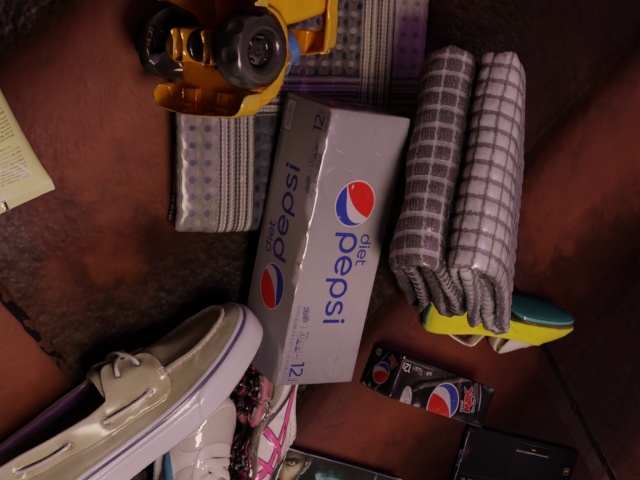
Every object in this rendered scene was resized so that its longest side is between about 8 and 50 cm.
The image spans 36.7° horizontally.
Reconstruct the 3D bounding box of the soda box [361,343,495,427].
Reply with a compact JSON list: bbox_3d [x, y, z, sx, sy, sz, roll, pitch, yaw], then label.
[{"bbox_3d":[0.133,0.178,1.175,0.169,0.060,0.053,23,86,-36],"label":"soda box"}]

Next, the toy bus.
[{"bbox_3d":[-0.048,-0.226,0.886,0.211,0.149,0.220,-9,108,-47],"label":"toy bus"}]

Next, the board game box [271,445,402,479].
[{"bbox_3d":[0.004,0.316,1.131,0.186,0.026,0.126,24,85,-36],"label":"board game box"}]

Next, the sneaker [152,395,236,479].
[{"bbox_3d":[-0.123,0.266,0.980,0.087,0.092,0.229,13,95,-54],"label":"sneaker"}]

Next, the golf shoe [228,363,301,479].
[{"bbox_3d":[-0.059,0.223,1.044,0.086,0.067,0.186,13,91,-37],"label":"golf shoe"}]

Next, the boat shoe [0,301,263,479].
[{"bbox_3d":[-0.184,0.156,0.923,0.302,0.109,0.094,-43,118,-18],"label":"boat shoe"}]

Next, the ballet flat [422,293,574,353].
[{"bbox_3d":[0.221,0.104,1.224,0.231,0.077,0.077,14,112,-33],"label":"ballet flat"}]

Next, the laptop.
[{"bbox_3d":[0.276,0.405,1.270,0.234,0.136,0.264,19,87,-36],"label":"laptop"}]

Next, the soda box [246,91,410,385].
[{"bbox_3d":[0.000,0.000,0.984,0.098,0.091,0.286,2,107,-33],"label":"soda box"}]

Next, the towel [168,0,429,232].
[{"bbox_3d":[-0.019,-0.173,1.019,0.312,0.056,0.324,-4,103,-31],"label":"towel"}]

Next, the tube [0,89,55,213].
[{"bbox_3d":[-0.312,-0.129,0.814,0.070,0.062,0.240,-11,117,12],"label":"tube"}]

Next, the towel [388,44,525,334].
[{"bbox_3d":[0.151,-0.044,1.031,0.284,0.121,0.235,56,41,-70],"label":"towel"}]
